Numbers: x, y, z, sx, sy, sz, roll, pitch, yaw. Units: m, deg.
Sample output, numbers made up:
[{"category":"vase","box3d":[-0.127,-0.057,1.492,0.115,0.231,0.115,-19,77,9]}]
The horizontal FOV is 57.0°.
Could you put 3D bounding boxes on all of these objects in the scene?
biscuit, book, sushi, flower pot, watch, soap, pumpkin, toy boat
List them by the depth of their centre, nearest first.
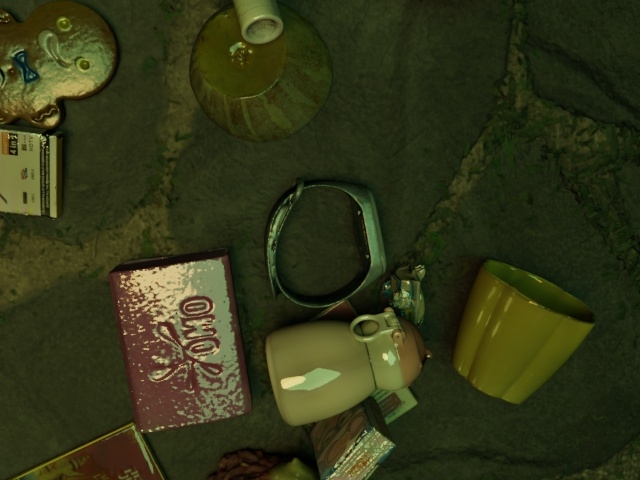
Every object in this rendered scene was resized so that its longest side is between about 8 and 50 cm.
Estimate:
[{"category":"biscuit","box3d":[-0.407,-0.253,0.847,0.236,0.039,0.180,-28,100,-6]},{"category":"pumpkin","box3d":[-0.090,-0.255,0.863,0.217,0.110,0.217,0,98,-2]},{"category":"soap","box3d":[-0.210,0.150,0.908,0.181,0.081,0.259,-7,99,-7]},{"category":"sushi","box3d":[-0.065,0.455,0.929,0.270,0.171,0.236,20,95,-6]},{"category":"watch","box3d":[0.000,0.000,0.929,0.193,0.068,0.206,-13,102,-7]},{"category":"flower pot","box3d":[0.308,0.150,0.946,0.195,0.195,0.179,20,108,-11]},{"category":"book","box3d":[-0.415,0.483,0.953,0.374,0.028,0.262,-24,99,-4]},{"category":"toy boat","box3d":[0.140,0.139,0.969,0.066,0.084,0.210,-6,108,-3]},{"category":"book","box3d":[0.038,0.229,0.987,0.162,0.022,0.232,-34,102,1]}]

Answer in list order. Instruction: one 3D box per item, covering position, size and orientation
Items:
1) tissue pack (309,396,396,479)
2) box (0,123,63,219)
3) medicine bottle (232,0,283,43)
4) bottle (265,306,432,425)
[{"category":"tissue pack","box3d":[0.046,0.307,0.911,0.065,0.155,0.115,39,94,-13]},{"category":"box","box3d":[-0.499,-0.106,0.840,0.247,0.033,0.129,5,111,-9]},{"category":"medicine bottle","box3d":[-0.106,-0.384,0.814,0.059,0.059,0.230,-13,73,-7]},{"category":"bottle","box3d":[0.047,0.181,0.888,0.237,0.147,0.147,-14,100,0]}]
